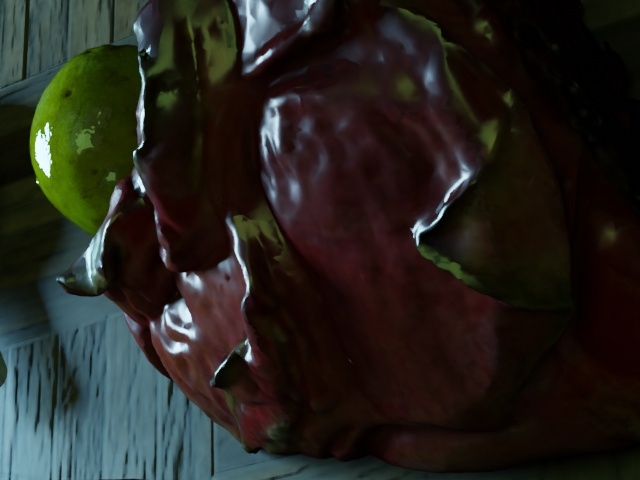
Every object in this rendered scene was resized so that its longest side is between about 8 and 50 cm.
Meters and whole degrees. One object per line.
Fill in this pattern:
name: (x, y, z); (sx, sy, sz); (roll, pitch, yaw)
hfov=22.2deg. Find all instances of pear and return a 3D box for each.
pear: (-0.121, -0.059, 0.981); (0.107, 0.107, 0.131); (-29, 59, 21)

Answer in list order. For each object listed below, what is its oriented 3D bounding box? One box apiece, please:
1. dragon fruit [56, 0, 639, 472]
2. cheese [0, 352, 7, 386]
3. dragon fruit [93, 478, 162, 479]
dragon fruit: (-0.005, -0.003, 0.800); (0.329, 0.228, 0.286); (-30, 57, 19)
cheese: (-0.262, 0.010, 1.086); (0.127, 0.050, 0.255); (-39, 52, 14)
dragon fruit: (-0.071, 0.244, 0.709); (0.277, 0.277, 0.342); (-40, 57, 14)
